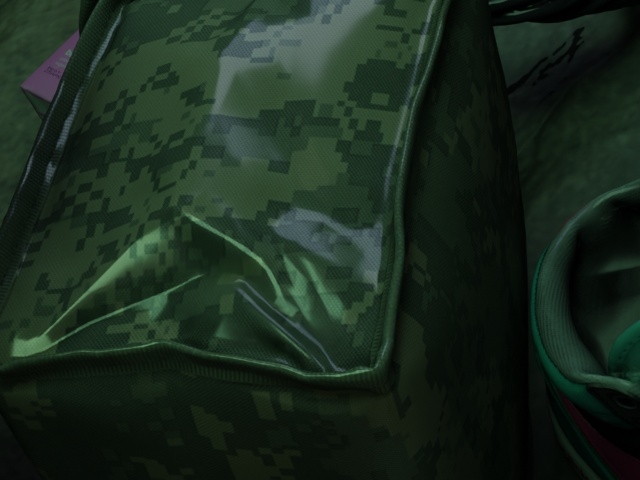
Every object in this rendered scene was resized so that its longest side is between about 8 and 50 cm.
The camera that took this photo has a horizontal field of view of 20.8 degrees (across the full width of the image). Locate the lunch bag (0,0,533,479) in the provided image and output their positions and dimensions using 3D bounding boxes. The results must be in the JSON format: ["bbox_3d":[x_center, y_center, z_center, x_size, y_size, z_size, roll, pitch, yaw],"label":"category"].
[{"bbox_3d":[0.000,0.000,0.685,0.169,0.235,0.287,1,51,17],"label":"lunch bag"}]

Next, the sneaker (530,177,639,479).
[{"bbox_3d":[0.176,0.068,0.592,0.124,0.178,0.295,-41,48,-13],"label":"sneaker"}]

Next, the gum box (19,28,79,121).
[{"bbox_3d":[-0.055,-0.069,0.888,0.188,0.062,0.107,27,66,37],"label":"gum box"}]

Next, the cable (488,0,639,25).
[{"bbox_3d":[0.080,-0.140,0.864,0.185,0.047,0.150,3,21,11],"label":"cable"}]
